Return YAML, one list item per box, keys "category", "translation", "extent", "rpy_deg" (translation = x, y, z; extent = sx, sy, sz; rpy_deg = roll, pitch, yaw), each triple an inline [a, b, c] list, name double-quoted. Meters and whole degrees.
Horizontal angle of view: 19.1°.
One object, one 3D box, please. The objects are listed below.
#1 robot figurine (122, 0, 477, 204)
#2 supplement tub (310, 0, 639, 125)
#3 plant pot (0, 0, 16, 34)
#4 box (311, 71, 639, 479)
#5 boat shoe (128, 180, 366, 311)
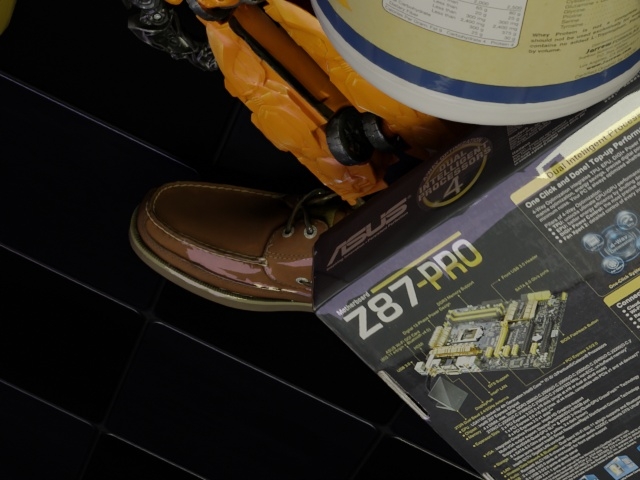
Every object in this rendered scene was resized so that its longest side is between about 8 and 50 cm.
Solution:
- category: "robot figurine"
  translation: [-0.013, -0.149, 1.364]
  extent: [0.211, 0.085, 0.291]
  rpy_deg: [-16, 129, 42]
- category: "supplement tub"
  translation: [0.111, -0.241, 1.048]
  extent: [0.228, 0.228, 0.316]
  rpy_deg: [18, 144, 9]
- category: "plant pot"
  translation: [-0.346, -0.201, 1.407]
  extent: [0.212, 0.187, 0.212]
  rpy_deg: [28, 145, -5]
- category: "box"
  translation: [0.240, 0.021, 1.288]
  extent: [0.395, 0.097, 0.318]
  rpy_deg: [-36, 118, 22]
- category: "boat shoe"
  translation: [0.000, 0.000, 1.542]
  extent: [0.307, 0.111, 0.104]
  rpy_deg: [15, 141, -3]
